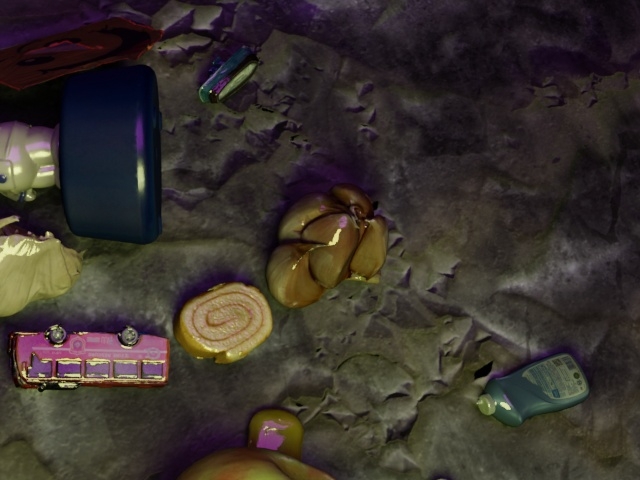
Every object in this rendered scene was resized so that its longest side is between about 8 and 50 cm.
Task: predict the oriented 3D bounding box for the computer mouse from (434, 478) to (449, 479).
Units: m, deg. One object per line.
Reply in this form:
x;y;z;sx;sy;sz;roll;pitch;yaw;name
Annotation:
0.183;0.432;1.656;0.056;0.032;0.110;21;74;-10;computer mouse

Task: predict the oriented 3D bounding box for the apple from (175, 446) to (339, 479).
-0.081;0.435;1.403;0.319;0.319;0.277;28;90;-8;apple

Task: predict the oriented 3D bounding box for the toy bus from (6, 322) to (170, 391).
-0.341;0.173;1.546;0.234;0.073;0.096;2;75;-20;toy bus

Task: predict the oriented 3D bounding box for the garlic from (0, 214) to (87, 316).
-0.461;0.035;1.503;0.229;0.178;0.143;26;77;-27;garlic

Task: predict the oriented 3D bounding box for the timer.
-0.431;-0.127;1.556;0.383;0.270;0.270;0;69;-6;timer

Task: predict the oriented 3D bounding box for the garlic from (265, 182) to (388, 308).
0.000;0.000;1.698;0.214;0.191;0.160;-17;50;-13;garlic

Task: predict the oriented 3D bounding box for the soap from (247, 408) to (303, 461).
-0.071;0.327;1.596;0.089;0.045;0.140;13;65;-18;soap

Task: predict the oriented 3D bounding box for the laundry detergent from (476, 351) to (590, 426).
0.353;0.257;1.772;0.206;0.061;0.097;-13;76;-24;laundry detergent

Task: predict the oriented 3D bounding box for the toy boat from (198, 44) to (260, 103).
-0.162;-0.290;1.807;0.061;0.060;0.137;32;65;22;toy boat

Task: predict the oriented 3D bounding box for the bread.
-0.148;0.130;1.632;0.149;0.073;0.122;-26;82;-27;bread

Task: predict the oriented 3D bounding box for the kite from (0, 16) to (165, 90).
-0.411;-0.295;1.638;0.327;0.013;0.377;0;28;16;kite
